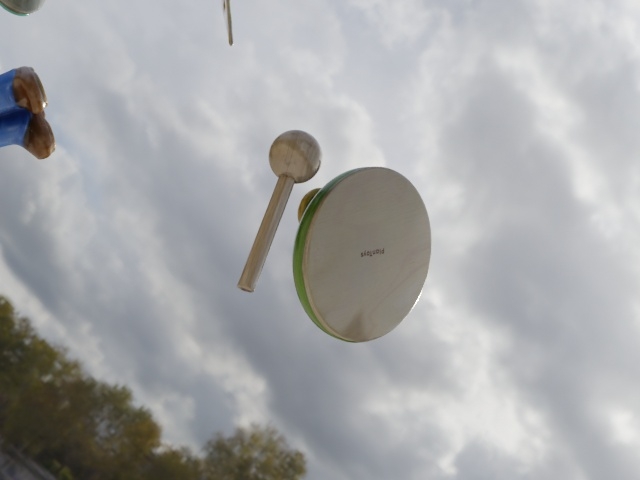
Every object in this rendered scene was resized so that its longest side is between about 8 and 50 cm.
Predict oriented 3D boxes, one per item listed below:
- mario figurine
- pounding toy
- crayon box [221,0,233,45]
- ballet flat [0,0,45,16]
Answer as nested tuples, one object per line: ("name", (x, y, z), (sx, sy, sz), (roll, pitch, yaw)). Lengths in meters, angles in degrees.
("mario figurine", (-0.501, -0.110, 1.238), (0.170, 0.321, 0.198), (26, -48, 64))
("pounding toy", (0.000, 0.000, 1.009), (0.237, 0.182, 0.110), (27, -11, -41))
("crayon box", (-0.047, -0.329, 0.743), (0.203, 0.083, 0.322), (-109, -164, -68))
("ballet flat", (-0.310, -0.320, 1.019), (0.072, 0.213, 0.068), (23, -54, -32))
